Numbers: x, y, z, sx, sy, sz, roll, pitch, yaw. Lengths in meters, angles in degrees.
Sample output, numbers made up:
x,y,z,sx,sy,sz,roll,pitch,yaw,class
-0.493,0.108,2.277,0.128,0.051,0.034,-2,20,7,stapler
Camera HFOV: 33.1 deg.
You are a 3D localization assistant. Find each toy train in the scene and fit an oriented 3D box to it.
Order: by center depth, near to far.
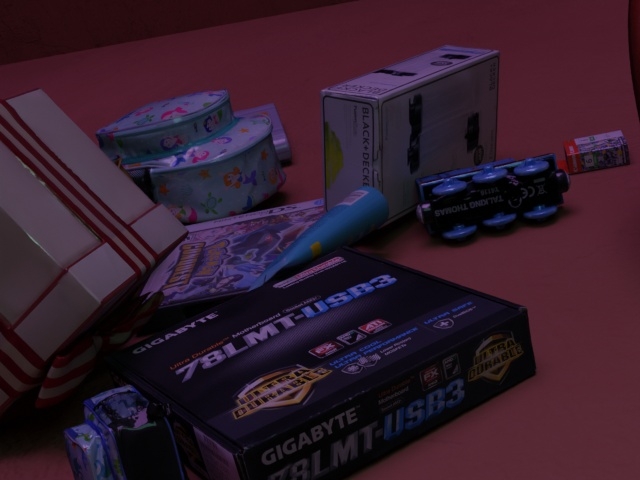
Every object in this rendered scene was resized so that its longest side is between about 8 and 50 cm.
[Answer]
x,y,z,sx,sy,sz,roll,pitch,yaw,class
0.202,-0.056,1.287,0.184,0.080,0.105,-14,14,1,toy train

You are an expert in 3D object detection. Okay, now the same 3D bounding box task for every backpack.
x,y,z,sx,sy,sz,roll,pitch,yaw,class
-0.159,0.173,0.872,0.084,0.105,0.114,-20,15,-18,backpack
-0.185,-0.113,1.557,0.254,0.191,0.225,3,25,28,backpack

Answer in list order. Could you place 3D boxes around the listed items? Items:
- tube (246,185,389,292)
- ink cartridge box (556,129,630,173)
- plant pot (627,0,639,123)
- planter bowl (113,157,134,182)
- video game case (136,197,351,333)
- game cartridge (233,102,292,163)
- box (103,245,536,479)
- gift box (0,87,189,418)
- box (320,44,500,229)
x,y,z,sx,sy,sz,roll,pitch,yaw,class
0.000,0.000,1.203,0.207,0.052,0.080,-34,-8,-44,tube
0.341,-0.113,1.410,0.115,0.029,0.063,-10,21,11,ink cartridge box
0.436,-0.110,1.048,0.267,0.267,0.235,-2,36,30,plant pot
-0.266,0.012,1.335,0.217,0.090,0.217,-52,17,23,planter bowl
-0.086,0.021,1.329,0.248,0.035,0.275,-11,20,8,video game case
-0.158,-0.167,1.862,0.198,0.062,0.297,-11,20,-4,game cartridge
-0.010,0.111,0.991,0.296,0.073,0.293,-23,22,-25,box
-0.312,0.037,1.093,0.276,0.258,0.255,-44,2,27,gift box
0.121,-0.142,1.384,0.087,0.169,0.290,15,29,34,box
